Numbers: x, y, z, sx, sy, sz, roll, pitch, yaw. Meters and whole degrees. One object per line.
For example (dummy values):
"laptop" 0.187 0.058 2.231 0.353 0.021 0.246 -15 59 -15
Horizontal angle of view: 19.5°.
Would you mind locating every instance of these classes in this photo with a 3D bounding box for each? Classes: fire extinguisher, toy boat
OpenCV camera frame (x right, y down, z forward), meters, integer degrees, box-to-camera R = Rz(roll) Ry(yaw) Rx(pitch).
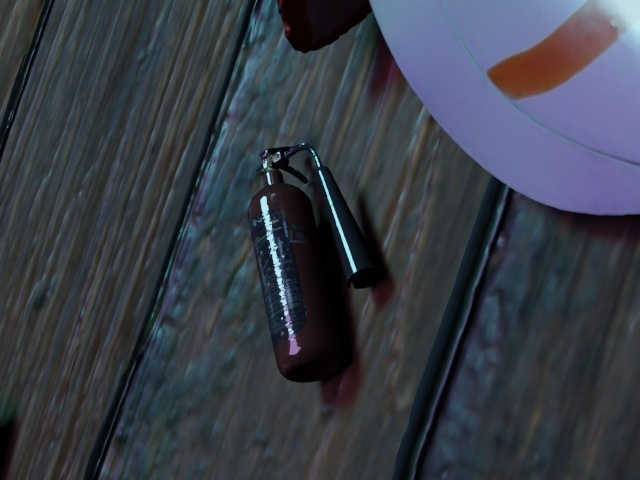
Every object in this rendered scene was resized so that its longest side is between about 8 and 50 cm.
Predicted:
"fire extinguisher" -0.004 -0.002 0.679 0.046 0.032 0.100 -47 46 48
"toy boat" 0.065 -0.095 0.615 0.219 0.072 0.318 -29 62 42
